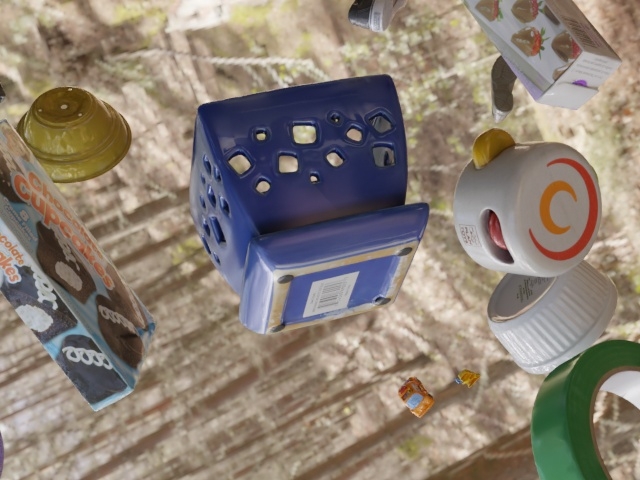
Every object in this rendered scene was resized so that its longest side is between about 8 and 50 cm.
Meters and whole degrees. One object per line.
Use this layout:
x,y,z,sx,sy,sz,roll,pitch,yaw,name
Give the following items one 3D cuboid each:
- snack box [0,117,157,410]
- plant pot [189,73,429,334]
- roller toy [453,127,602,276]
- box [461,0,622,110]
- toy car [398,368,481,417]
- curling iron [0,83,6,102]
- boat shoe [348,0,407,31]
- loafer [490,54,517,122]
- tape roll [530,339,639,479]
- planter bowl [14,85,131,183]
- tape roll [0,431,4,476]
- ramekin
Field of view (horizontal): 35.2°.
-0.315,0.023,1.172,0.322,0.060,0.187,56,-170,-17,snack box
-0.012,-0.029,1.170,0.236,0.236,0.212,105,148,-60,plant pot
0.292,-0.047,1.458,0.146,0.209,0.191,6,77,56,roller toy
0.157,-0.255,0.936,0.063,0.067,0.324,-49,55,33,box
0.151,0.189,1.363,0.040,0.122,0.060,28,-146,-40,toy car
-0.323,-0.235,0.882,0.274,0.068,0.035,66,153,22,curling iron
0.104,-0.436,1.796,0.076,0.228,0.080,10,131,15,boat shoe
0.294,-0.248,1.643,0.039,0.045,0.125,107,175,-58,loafer
0.442,0.299,1.402,0.077,0.321,0.321,-44,69,47,tape roll
-0.448,-0.208,1.785,0.217,0.217,0.090,53,155,33,planter bowl
-0.484,0.264,1.209,0.080,0.189,0.189,-26,87,52,tape roll
0.368,0.105,1.647,0.109,0.207,0.207,43,165,-15,ramekin
